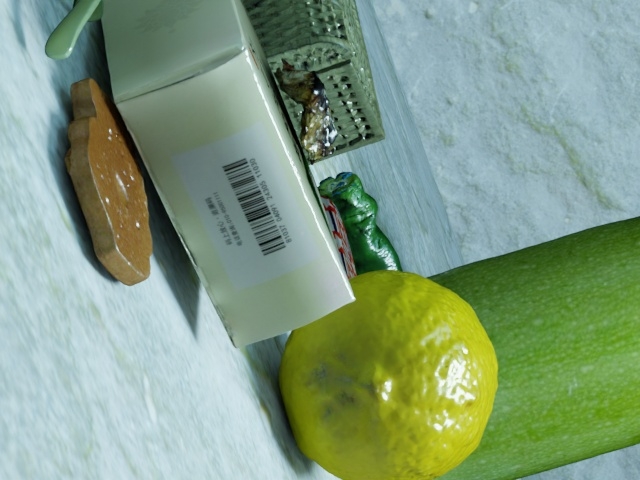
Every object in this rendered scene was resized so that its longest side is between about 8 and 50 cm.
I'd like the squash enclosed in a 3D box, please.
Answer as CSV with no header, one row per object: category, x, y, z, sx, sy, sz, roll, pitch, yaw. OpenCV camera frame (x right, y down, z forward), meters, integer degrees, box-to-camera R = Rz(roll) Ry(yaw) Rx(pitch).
squash,0.273,0.132,1.896,0.263,0.384,0.263,-17,90,-79

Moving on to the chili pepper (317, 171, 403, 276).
chili pepper,0.055,0.031,1.754,0.098,0.061,0.224,15,-48,62

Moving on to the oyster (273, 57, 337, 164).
oyster,-0.006,-0.086,1.111,0.132,0.029,0.086,-110,178,-69

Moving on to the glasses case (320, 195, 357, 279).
glasses case,0.009,0.050,1.517,0.073,0.049,0.194,62,13,-53

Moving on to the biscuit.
biscuit,-0.125,-0.032,0.961,0.102,0.019,0.130,63,12,-47

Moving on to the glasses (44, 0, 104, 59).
glasses,-0.165,-0.214,0.962,0.239,0.102,0.207,-30,130,-82

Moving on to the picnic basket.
picnic basket,-0.036,-0.185,1.443,0.154,0.134,0.196,59,17,-51

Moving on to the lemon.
lemon,0.054,0.112,1.295,0.193,0.180,0.180,-86,157,-68

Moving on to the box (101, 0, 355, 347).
box,-0.065,-0.063,1.097,0.168,0.095,0.212,-105,173,-55
